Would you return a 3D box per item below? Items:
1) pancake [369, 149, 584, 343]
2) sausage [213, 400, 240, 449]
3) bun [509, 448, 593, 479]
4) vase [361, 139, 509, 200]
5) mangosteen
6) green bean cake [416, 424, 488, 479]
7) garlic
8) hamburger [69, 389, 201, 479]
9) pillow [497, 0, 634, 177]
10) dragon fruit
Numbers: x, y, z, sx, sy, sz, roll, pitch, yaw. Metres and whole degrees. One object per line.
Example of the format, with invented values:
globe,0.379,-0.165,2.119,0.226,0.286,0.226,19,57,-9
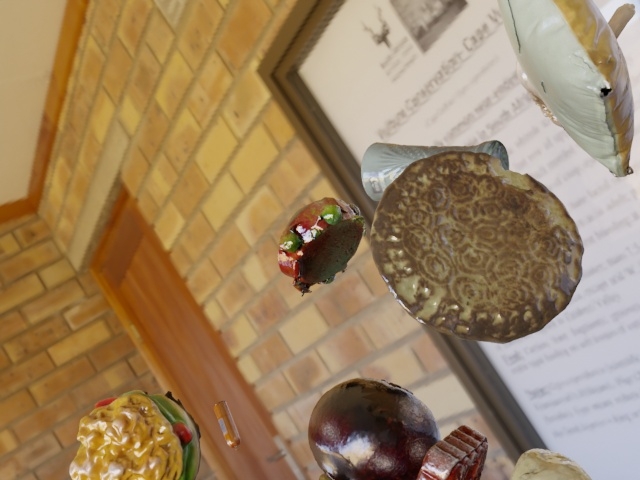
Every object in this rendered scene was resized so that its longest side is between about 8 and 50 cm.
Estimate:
pancake,0.139,0.002,0.776,0.199,0.199,0.021,-30,-17,-24
sausage,-0.194,0.391,1.833,0.031,0.107,0.031,-20,-26,-10
bun,0.426,0.494,1.566,0.160,0.259,0.259,-31,-6,-4
vase,0.177,-0.111,1.343,0.219,0.096,0.096,0,17,39
mangosteen,0.109,0.448,1.929,0.293,0.297,0.297,-44,-1,-27
green bean cake,0.187,0.347,1.266,0.136,0.056,0.135,-16,-57,-52
garlic,0.452,-0.292,1.444,0.226,0.199,0.199,-48,-7,4
hamburger,-0.329,0.377,1.542,0.237,0.237,0.149,-34,-15,11
pillow,0.339,-0.262,1.211,0.119,0.312,0.310,-31,-27,14
dragon fruit,0.000,0.000,2.268,0.268,0.130,0.295,-17,-39,-30
